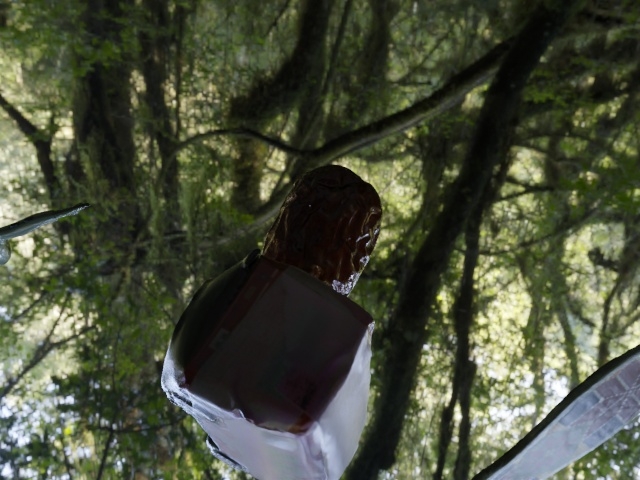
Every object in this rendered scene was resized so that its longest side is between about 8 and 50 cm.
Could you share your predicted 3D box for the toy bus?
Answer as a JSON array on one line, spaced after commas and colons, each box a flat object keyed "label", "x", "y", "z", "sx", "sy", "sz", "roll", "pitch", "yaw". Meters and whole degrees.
[{"label": "toy bus", "x": -0.036, "y": 0.140, "z": 0.577, "sx": 0.147, "sy": 0.302, "sz": 0.127, "roll": 23, "pitch": -119, "yaw": 18}]

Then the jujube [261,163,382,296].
[{"label": "jujube", "x": 0.000, "y": 0.000, "z": 1.041, "sx": 0.174, "sy": 0.250, "sz": 0.174, "roll": 23, "pitch": 176, "yaw": 2}]

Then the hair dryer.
[{"label": "hair dryer", "x": -0.477, "y": -0.031, "z": 0.970, "sx": 0.199, "sy": 0.167, "sz": 0.067, "roll": -26, "pitch": -112, "yaw": 9}]

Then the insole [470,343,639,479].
[{"label": "insole", "x": 0.113, "y": 0.106, "z": 0.323, "sx": 0.065, "sy": 0.193, "sz": 0.006, "roll": 39, "pitch": -167, "yaw": -42}]
